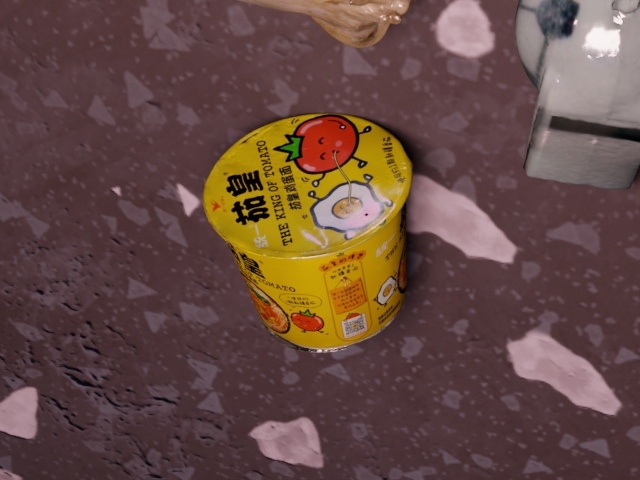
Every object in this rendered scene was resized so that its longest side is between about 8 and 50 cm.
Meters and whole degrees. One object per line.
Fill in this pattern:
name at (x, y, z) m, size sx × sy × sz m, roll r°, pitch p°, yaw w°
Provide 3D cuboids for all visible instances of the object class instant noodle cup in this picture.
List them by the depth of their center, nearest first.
instant noodle cup at (0.000, 0.000, 1.563) m, size 0.182 × 0.182 × 0.144 m, roll 4°, pitch 136°, yaw 18°

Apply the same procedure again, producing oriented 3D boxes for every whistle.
whistle at (0.225, -0.153, 1.395) m, size 0.163 × 0.163 × 0.290 m, roll 19°, pitch 167°, yaw 6°

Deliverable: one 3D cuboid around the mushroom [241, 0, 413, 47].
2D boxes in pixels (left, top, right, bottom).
mushroom at (-0.114, -0.263, 1.432) m, size 0.397 × 0.126 × 0.177 m, roll 16°, pitch 149°, yaw 9°
